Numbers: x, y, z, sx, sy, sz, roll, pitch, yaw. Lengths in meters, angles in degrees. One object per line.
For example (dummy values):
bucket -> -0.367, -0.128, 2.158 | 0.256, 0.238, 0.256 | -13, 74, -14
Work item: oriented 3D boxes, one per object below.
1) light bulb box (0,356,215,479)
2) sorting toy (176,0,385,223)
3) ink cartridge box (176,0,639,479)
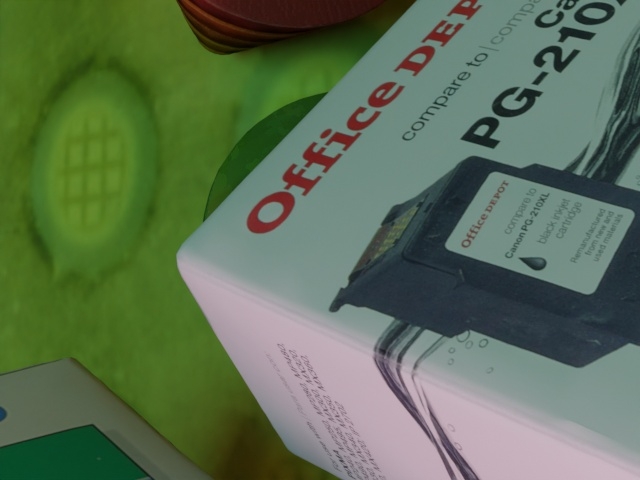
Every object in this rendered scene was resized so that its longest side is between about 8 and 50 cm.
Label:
light bulb box -> -0.097, 0.288, 0.497 | 0.361, 0.225, 0.358 | 33, 124, 41
sorting toy -> 0.000, 0.000, 0.593 | 0.126, 0.127, 0.366 | 127, 131, -65
ink cartridge box -> 0.102, 0.009, 0.415 | 0.237, 0.100, 0.172 | 21, 60, 44
